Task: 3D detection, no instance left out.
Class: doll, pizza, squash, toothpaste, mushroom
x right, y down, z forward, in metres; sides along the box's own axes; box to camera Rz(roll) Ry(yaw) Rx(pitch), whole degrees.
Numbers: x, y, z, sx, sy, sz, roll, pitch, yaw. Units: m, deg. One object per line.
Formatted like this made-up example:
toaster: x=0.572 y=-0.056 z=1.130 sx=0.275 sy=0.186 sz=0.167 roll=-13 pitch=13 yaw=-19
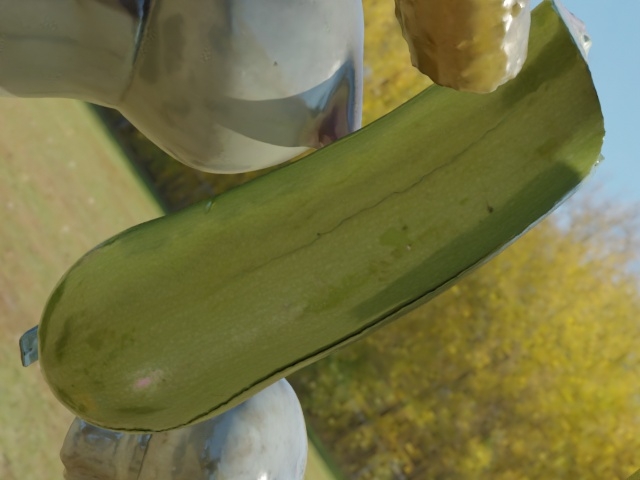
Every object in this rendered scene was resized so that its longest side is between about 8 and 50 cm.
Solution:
doll: x=-0.139 y=-0.176 z=0.964 sx=0.370 sy=0.226 sz=0.215 roll=12 pitch=7 yaw=-12
pizza: x=0.066 y=-0.180 z=0.442 sx=0.056 sy=0.271 sz=0.134 roll=13 pitch=4 yaw=21
squash: x=0.000 y=0.000 z=0.560 sx=0.083 sy=0.250 sz=0.083 roll=55 pitch=15 yaw=-23
toothpaste: x=-0.216 y=0.062 z=1.455 sx=0.029 sy=0.197 sz=0.048 roll=41 pitch=-33 yaw=28
mushroom: x=-0.133 y=0.218 z=1.415 sx=0.243 sy=0.243 sz=0.243 roll=56 pitch=-3 yaw=4

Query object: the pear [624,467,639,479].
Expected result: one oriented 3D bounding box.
pear: x=0.252 y=0.191 z=0.576 sx=0.287 sy=0.375 sz=0.287 roll=158 pitch=-90 yaw=-84
